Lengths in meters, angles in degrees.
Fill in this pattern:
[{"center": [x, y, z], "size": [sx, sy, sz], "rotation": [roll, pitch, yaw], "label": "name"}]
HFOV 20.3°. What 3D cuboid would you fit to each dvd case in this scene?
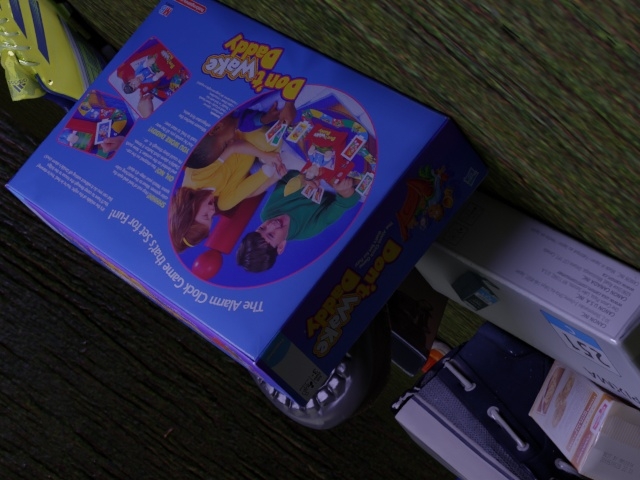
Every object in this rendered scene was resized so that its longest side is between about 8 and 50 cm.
[{"center": [0.043, 0.025, 1.714], "size": [0.179, 0.029, 0.239], "rotation": [39, -161, -3], "label": "dvd case"}]

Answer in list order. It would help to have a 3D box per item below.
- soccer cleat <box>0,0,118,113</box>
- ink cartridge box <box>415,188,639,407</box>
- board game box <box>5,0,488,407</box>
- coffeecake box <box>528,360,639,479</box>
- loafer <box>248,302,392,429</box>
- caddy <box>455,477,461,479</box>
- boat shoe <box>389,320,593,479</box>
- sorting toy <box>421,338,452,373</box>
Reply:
[{"center": [-0.332, -0.224, 2.033], "size": [0.289, 0.121, 0.093], "rotation": [44, 171, -33], "label": "soccer cleat"}, {"center": [0.206, 0.068, 1.476], "size": [0.296, 0.066, 0.261], "rotation": [31, 168, 45], "label": "ink cartridge box"}, {"center": [-0.069, -0.049, 1.430], "size": [0.347, 0.233, 0.078], "rotation": [32, 170, 42], "label": "board game box"}, {"center": [0.270, 0.167, 1.500], "size": [0.142, 0.068, 0.185], "rotation": [24, -174, -9], "label": "coffeecake box"}, {"center": [0.000, 0.000, 1.512], "size": [0.130, 0.134, 0.366], "rotation": [24, -140, -41], "label": "loafer"}, {"center": [0.305, 0.407, 2.378], "size": [0.341, 0.179, 0.241], "rotation": [38, 159, -2], "label": "caddy"}, {"center": [0.235, 0.219, 1.835], "size": [0.340, 0.158, 0.127], "rotation": [39, 173, 30], "label": "boat shoe"}, {"center": [0.159, 0.178, 2.383], "size": [0.196, 0.047, 0.347], "rotation": [43, 171, -29], "label": "sorting toy"}]
